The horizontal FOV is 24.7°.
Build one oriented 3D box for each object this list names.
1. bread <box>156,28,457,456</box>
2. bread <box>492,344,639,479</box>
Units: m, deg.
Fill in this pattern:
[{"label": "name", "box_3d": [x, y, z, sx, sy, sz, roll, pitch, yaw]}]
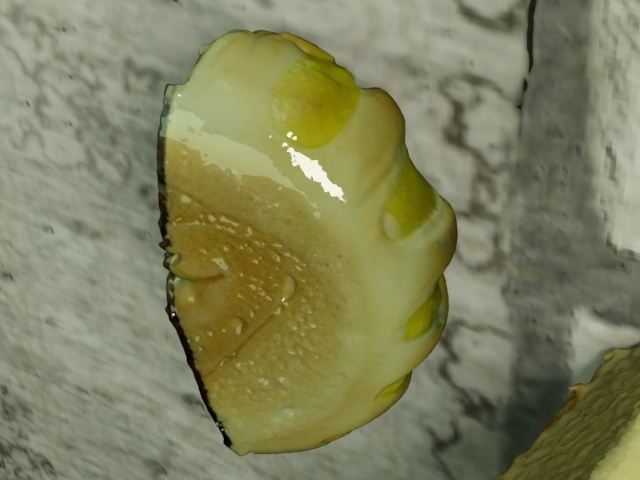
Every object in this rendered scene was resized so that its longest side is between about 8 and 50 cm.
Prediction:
[{"label": "bread", "box_3d": [0.000, 0.000, 0.485, 0.094, 0.083, 0.157, 1, 123, 37]}, {"label": "bread", "box_3d": [0.091, 0.120, 0.421, 0.125, 0.188, 0.068, 52, 140, -2]}]
